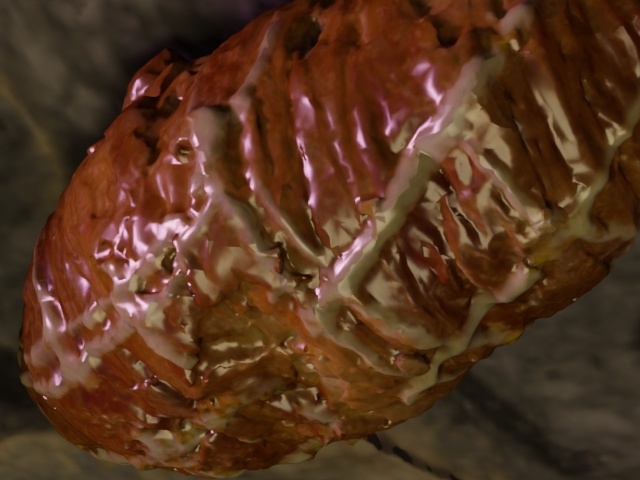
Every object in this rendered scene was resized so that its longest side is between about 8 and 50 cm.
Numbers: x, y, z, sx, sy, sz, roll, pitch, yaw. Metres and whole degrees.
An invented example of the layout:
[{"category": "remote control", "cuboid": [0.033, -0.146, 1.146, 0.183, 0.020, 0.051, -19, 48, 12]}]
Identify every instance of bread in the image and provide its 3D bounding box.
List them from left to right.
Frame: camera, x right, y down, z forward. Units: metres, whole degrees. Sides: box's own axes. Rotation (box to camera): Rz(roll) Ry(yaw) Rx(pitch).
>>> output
[{"category": "bread", "cuboid": [0.000, 0.000, 0.385, 0.233, 0.076, 0.105, -34, 120, 31]}]
